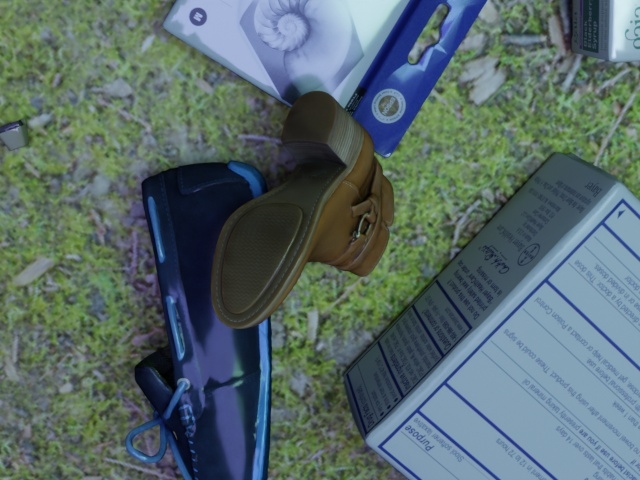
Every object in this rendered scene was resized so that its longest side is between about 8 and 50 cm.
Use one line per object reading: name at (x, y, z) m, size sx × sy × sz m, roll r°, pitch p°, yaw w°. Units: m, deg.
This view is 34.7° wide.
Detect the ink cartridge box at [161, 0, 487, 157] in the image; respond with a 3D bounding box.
ink cartridge box at (0.023, -0.207, 0.820) m, size 0.224 × 0.045 × 0.223 m, roll 29°, pitch 100°, yaw -13°

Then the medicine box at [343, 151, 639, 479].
medicine box at (0.213, 0.122, 0.877) m, size 0.263 × 0.149 × 0.289 m, roll 42°, pitch 98°, yaw -15°

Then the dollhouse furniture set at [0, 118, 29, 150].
dollhouse furniture set at (-0.289, -0.093, 0.783) m, size 0.091 × 0.114 × 0.081 m, roll -19°, pitch 102°, yaw 2°

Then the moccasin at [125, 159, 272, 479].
moccasin at (-0.099, 0.105, 0.863) m, size 0.116 × 0.138 × 0.342 m, roll 0°, pitch 91°, yaw -2°

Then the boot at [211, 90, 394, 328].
boot at (0.000, 0.000, 0.801) m, size 0.073 × 0.152 × 0.197 m, roll 18°, pitch 74°, yaw 30°

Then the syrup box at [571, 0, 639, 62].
syrup box at (0.329, -0.203, 0.829) m, size 0.236 × 0.096 × 0.093 m, roll -6°, pitch 106°, yaw -6°
